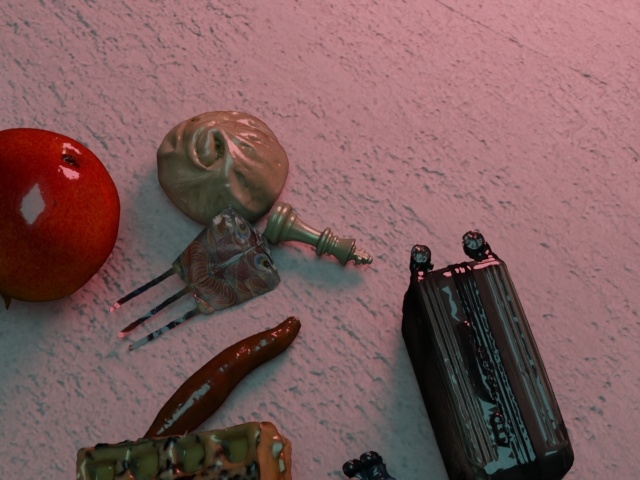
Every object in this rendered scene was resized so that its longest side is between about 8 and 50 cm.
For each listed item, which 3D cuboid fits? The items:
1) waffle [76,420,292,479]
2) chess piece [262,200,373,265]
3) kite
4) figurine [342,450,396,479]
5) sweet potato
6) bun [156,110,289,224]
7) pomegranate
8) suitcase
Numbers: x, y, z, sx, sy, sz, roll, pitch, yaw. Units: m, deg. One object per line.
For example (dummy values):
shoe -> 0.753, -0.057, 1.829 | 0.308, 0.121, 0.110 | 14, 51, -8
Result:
waffle -> -0.146, 0.400, 1.259 | 0.261, 0.114, 0.376 | -11, 64, 17
chess piece -> 0.000, 0.000, 1.510 | 0.149, 0.059, 0.059 | 23, 68, 6
kite -> -0.171, 0.055, 1.484 | 0.229, 0.016, 0.127 | -30, 96, -9
figurine -> 0.071, 0.332, 1.353 | 0.086, 0.087, 0.149 | -27, 53, 7
sweet potato -> -0.131, 0.178, 1.429 | 0.057, 0.057, 0.264 | 42, 71, 17
bun -> -0.132, -0.112, 1.534 | 0.184, 0.102, 0.183 | 1, 64, -2
pomegranate -> -0.376, -0.020, 1.443 | 0.257, 0.221, 0.221 | -43, 69, 17
suitcase -> 0.191, 0.164, 1.353 | 0.128, 0.202, 0.312 | -13, 66, -6
